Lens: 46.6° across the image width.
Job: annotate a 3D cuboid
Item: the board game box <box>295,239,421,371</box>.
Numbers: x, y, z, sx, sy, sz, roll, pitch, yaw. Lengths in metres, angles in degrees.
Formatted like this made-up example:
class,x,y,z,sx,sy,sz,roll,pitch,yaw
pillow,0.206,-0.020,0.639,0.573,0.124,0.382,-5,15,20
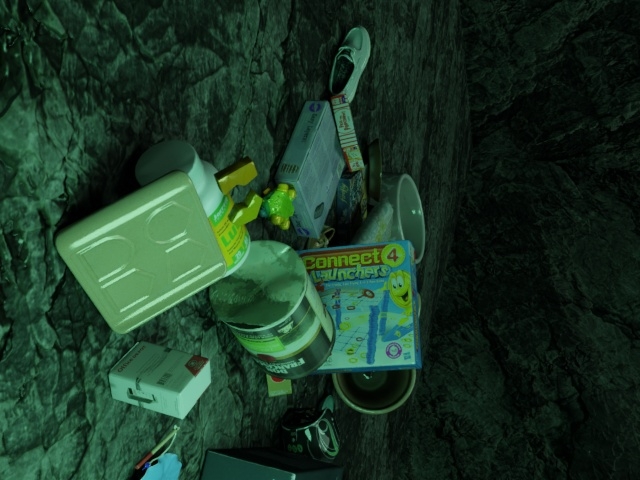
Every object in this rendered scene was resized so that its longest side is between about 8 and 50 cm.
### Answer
class,x,y,z,sx,sy,sz,roll,pitch,yaw
board game box,0.081,0.166,1.812,0.086,0.309,0.301,46,40,-66

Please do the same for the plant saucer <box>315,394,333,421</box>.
class,x,y,z,sx,sy,sz,roll,pitch,yaw
plant saucer,0.010,0.534,2.291,0.119,0.021,0.119,9,90,-70

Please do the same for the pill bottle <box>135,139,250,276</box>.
class,x,y,z,sx,sy,sz,roll,pitch,yaw
pill bottle,-0.214,-0.050,1.243,0.245,0.137,0.136,70,34,-53

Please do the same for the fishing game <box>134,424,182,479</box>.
class,x,y,z,sx,sy,sz,roll,pitch,yaw
fishing game,-0.311,0.469,1.346,0.189,0.041,0.263,-38,141,-62

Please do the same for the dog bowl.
class,x,y,z,sx,sy,sz,roll,pitch,yaw
dog bowl,0.262,-0.068,2.495,0.349,0.102,0.348,-7,90,-68

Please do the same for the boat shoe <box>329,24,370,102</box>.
class,x,y,z,sx,sy,sz,roll,pitch,yaw
boat shoe,0.076,-0.471,1.961,0.081,0.079,0.227,41,63,-72

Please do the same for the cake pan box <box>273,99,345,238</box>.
class,x,y,z,sx,sy,sz,roll,pitch,yaw
cake pan box,-0.017,-0.179,1.847,0.245,0.070,0.266,71,34,-57

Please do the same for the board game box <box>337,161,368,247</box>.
class,x,y,z,sx,sy,sz,roll,pitch,yaw
board game box,0.096,-0.098,2.233,0.165,0.042,0.243,-47,141,-58

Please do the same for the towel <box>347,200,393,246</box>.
class,x,y,z,sx,sy,sz,roll,pitch,yaw
towel,0.117,0.108,2.235,0.374,0.090,0.320,92,21,-48

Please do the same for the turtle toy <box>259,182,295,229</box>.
class,x,y,z,sx,sy,sz,roll,pitch,yaw
turtle toy,-0.097,-0.075,1.665,0.130,0.066,0.095,34,66,-69

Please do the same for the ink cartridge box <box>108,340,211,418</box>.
class,x,y,z,sx,sy,sz,roll,pitch,yaw
ink cartridge box,-0.264,0.228,1.228,0.099,0.135,0.056,-51,148,-54

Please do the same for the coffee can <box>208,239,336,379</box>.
class,x,y,z,sx,sy,sz,roll,pitch,yaw
coffee can,-0.094,0.151,1.569,0.275,0.202,0.201,66,38,-56

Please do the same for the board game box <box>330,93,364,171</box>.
class,x,y,z,sx,sy,sz,roll,pitch,yaw
board game box,0.074,-0.282,1.970,0.193,0.045,0.146,56,22,-74

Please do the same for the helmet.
class,x,y,z,sx,sy,sz,roll,pitch,yaw
helmet,-0.026,0.534,1.985,0.169,0.170,0.161,-46,124,-59

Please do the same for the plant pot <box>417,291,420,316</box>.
class,x,y,z,sx,sy,sz,roll,pitch,yaw
plant pot,0.236,0.233,2.545,0.284,0.191,0.283,9,90,-71

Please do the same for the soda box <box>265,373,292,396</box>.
class,x,y,z,sx,sy,sz,roll,pitch,yaw
soda box,-0.106,0.284,1.774,0.061,0.058,0.181,-111,-164,-58

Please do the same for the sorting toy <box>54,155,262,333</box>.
class,x,y,z,sx,sy,sz,roll,pitch,yaw
sorting toy,-0.226,-0.005,1.146,0.307,0.041,0.229,-30,138,-14

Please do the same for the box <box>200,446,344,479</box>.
class,x,y,z,sx,sy,sz,roll,pitch,yaw
box,-0.121,0.641,1.689,0.395,0.212,0.293,42,59,-68

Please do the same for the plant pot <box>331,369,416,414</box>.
class,x,y,z,sx,sy,sz,roll,pitch,yaw
plant pot,0.161,0.425,2.398,0.229,0.263,0.262,99,4,-79

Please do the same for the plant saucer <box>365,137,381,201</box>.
class,x,y,z,sx,sy,sz,roll,pitch,yaw
plant saucer,0.161,-0.217,2.298,0.198,0.036,0.198,179,-90,-88

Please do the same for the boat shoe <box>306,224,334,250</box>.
class,x,y,z,sx,sy,sz,roll,pitch,yaw
boat shoe,0.000,0.000,2.000,0.135,0.045,0.050,-59,150,-47
